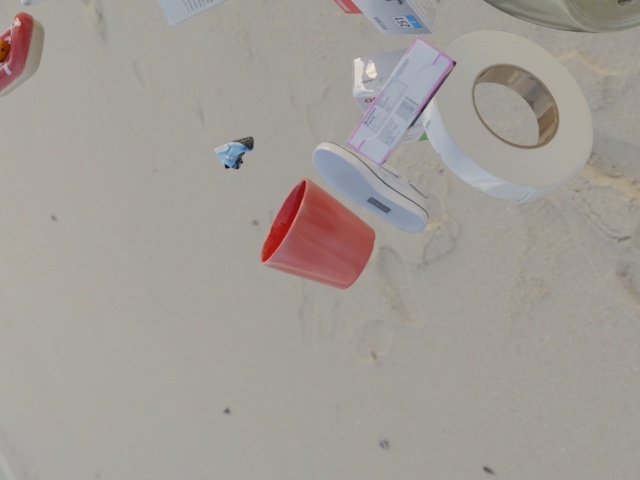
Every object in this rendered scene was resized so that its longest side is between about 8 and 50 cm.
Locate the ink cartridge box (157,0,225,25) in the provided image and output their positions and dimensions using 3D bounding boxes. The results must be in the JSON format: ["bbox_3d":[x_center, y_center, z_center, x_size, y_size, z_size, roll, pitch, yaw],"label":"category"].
[{"bbox_3d":[-0.186,-0.563,1.338,0.223,0.308,0.129,-113,-3,-50],"label":"ink cartridge box"}]

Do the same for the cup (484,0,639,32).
[{"bbox_3d":[0.293,-0.361,0.759,0.331,0.331,0.237,111,155,-45],"label":"cup"}]

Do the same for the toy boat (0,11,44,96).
[{"bbox_3d":[-0.744,-0.442,1.613,0.231,0.151,0.151,-22,61,34],"label":"toy boat"}]

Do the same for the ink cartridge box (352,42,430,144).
[{"bbox_3d":[0.217,-0.364,1.794,0.201,0.278,0.117,-8,68,19],"label":"ink cartridge box"}]

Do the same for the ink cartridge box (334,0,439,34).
[{"bbox_3d":[0.090,-0.557,1.568,0.261,0.296,0.066,10,82,33],"label":"ink cartridge box"}]

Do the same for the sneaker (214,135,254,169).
[{"bbox_3d":[-0.212,-0.223,1.810,0.162,0.063,0.073,-9,101,58],"label":"sneaker"}]

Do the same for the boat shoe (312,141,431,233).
[{"bbox_3d":[0.100,-0.113,1.316,0.258,0.084,0.095,36,146,-19],"label":"boat shoe"}]

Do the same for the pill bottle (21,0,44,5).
[{"bbox_3d":[-0.639,-0.583,1.506,0.078,0.078,0.137,-6,111,57],"label":"pill bottle"}]

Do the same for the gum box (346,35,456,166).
[{"bbox_3d":[0.117,-0.197,1.021,0.062,0.107,0.188,36,107,4],"label":"gum box"}]

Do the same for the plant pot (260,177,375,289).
[{"bbox_3d":[0.000,0.000,1.926,0.243,0.274,0.275,28,148,-14],"label":"plant pot"}]

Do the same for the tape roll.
[{"bbox_3d":[0.402,-0.271,1.505,0.392,0.392,0.072,63,155,13],"label":"tape roll"}]
